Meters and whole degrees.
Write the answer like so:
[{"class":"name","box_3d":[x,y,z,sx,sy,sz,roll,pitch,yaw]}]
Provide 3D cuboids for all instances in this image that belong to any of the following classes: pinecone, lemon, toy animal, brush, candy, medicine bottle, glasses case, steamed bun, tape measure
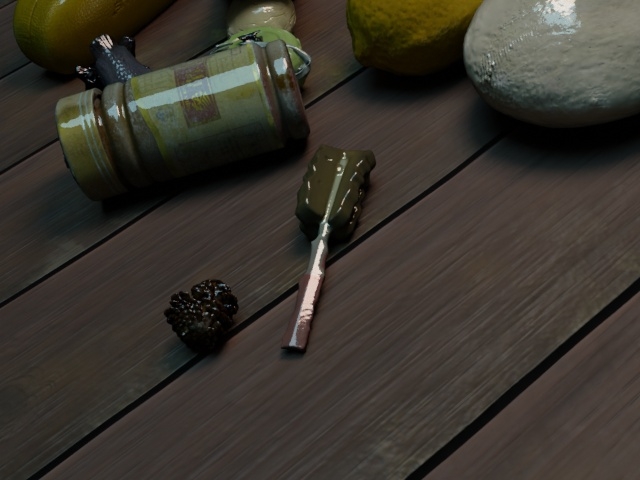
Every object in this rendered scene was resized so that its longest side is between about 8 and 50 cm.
[{"class":"pinecone","box_3d":[-0.133,0.082,0.966,0.077,0.077,0.083,5,23,23]},{"class":"lemon","box_3d":[0.150,-0.346,1.219,0.260,0.204,0.204,-36,44,1]},{"class":"toy animal","box_3d":[-0.298,-0.263,1.344,0.121,0.117,0.210,-33,42,-25]},{"class":"brush","box_3d":[0.000,0.000,1.014,0.084,0.071,0.301,4,52,17]},{"class":"candy","box_3d":[0.325,-0.258,1.078,0.295,0.185,0.296,-8,42,7]},{"class":"medicine bottle","box_3d":[-0.185,-0.169,1.180,0.322,0.151,0.151,-16,43,2]},{"class":"glasses case","box_3d":[-0.377,-0.453,1.520,0.141,0.173,0.371,22,55,30]},{"class":"steamed bun","box_3d":[-0.097,-0.370,1.402,0.112,0.091,0.130,4,47,20]},{"class":"tape measure","box_3d":[-0.100,-0.268,1.303,0.177,0.088,0.154,-11,39,5]}]
